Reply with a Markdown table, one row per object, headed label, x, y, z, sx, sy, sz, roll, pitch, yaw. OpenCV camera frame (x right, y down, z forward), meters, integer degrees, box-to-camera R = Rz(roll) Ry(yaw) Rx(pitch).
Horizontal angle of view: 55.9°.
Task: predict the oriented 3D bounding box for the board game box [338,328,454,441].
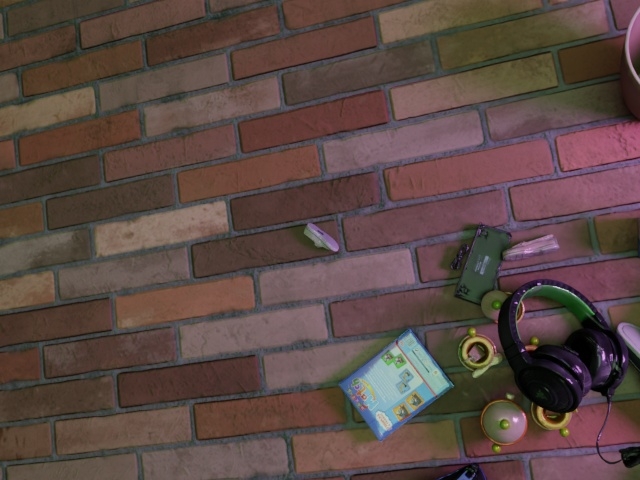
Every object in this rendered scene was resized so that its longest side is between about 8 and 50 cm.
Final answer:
| label | x | y | z | sx | sy | sz | roll | pitch | yaw |
| --- | --- | --- | --- | --- | --- | --- | --- | --- | --- |
| board game box | 0.172 | 0.329 | 1.381 | 0.211 | 0.039 | 0.160 | -39 | 76 | 5 |

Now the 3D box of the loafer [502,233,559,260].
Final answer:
| label | x | y | z | sx | sy | sz | roll | pitch | yaw |
| --- | --- | --- | --- | --- | --- | --- | --- | --- | --- |
| loafer | 0.467 | 0.016 | 1.354 | 0.125 | 0.045 | 0.039 | -11 | 63 | 5 |

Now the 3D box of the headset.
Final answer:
| label | x | y | z | sx | sy | sz | roll | pitch | yaw |
| --- | --- | --- | --- | --- | --- | --- | --- | --- | --- |
| headset | 0.522 | 0.249 | 1.194 | 0.243 | 0.185 | 0.394 | -14 | 67 | -25 |

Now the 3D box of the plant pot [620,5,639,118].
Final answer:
| label | x | y | z | sx | sy | sz | roll | pitch | yaw |
| --- | --- | --- | --- | --- | --- | --- | --- | --- | --- |
| plant pot | 0.718 | -0.337 | 1.215 | 0.256 | 0.274 | 0.257 | -2 | 82 | 13 |

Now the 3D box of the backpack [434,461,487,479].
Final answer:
| label | x | y | z | sx | sy | sz | roll | pitch | yaw |
| --- | --- | --- | --- | --- | --- | --- | --- | --- | --- |
| backpack | 0.287 | 0.574 | 1.264 | 0.173 | 0.117 | 0.158 | -25 | 50 | 6 |

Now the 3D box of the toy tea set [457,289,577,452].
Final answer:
| label | x | y | z | sx | sy | sz | roll | pitch | yaw |
| --- | --- | --- | --- | --- | --- | --- | --- | --- | --- |
| toy tea set | 0.402 | 0.276 | 1.288 | 0.199 | 0.124 | 0.336 | -23 | 78 | 10 |

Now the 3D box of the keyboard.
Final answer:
| label | x | y | z | sx | sy | sz | roll | pitch | yaw |
| --- | --- | --- | --- | --- | --- | --- | --- | --- | --- |
| keyboard | 0.358 | 0.051 | 1.383 | 0.108 | 0.023 | 0.180 | 20 | 87 | 9 |

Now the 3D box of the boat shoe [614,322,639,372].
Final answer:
| label | x | y | z | sx | sy | sz | roll | pitch | yaw |
| --- | --- | --- | --- | --- | --- | --- | --- | --- | --- |
| boat shoe | 0.711 | 0.298 | 1.223 | 0.302 | 0.114 | 0.091 | 48 | 135 | 26 |

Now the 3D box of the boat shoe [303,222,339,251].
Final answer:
| label | x | y | z | sx | sy | sz | roll | pitch | yaw |
| --- | --- | --- | --- | --- | --- | --- | --- | --- | --- |
| boat shoe | 0.000 | 0.000 | 1.472 | 0.100 | 0.035 | 0.035 | 37 | 120 | 11 |

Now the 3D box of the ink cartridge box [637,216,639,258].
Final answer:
| label | x | y | z | sx | sy | sz | roll | pitch | yaw |
| --- | --- | --- | --- | --- | --- | --- | --- | --- | --- |
| ink cartridge box | 0.719 | -0.014 | 1.240 | 0.089 | 0.143 | 0.092 | 2 | 83 | 14 |
